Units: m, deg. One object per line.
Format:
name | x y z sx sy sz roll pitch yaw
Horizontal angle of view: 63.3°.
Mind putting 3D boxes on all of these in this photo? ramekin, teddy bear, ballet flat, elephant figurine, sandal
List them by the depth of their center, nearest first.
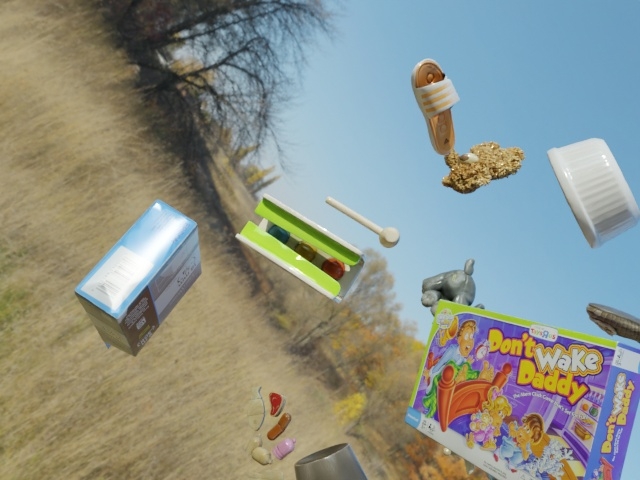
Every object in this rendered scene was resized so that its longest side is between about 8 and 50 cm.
ballet flat | 0.531 0.168 0.835 0.250 0.058 0.084 25 11 -11
ramekin | 0.671 -0.125 1.271 0.273 0.127 0.273 41 35 -37
sandal | 0.314 -0.335 1.319 0.076 0.102 0.265 29 -29 54
elephant figurine | 0.383 0.195 1.510 0.239 0.186 0.169 54 29 -50
teddy bear | 0.536 -0.263 1.708 0.245 0.338 0.113 45 -38 44

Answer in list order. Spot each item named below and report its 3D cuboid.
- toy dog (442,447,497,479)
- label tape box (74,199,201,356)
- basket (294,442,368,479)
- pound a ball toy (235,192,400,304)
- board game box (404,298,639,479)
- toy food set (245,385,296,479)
toy dog | 0.458 0.626 1.601 0.220 0.161 0.333 44 -38 40
label tape box | -0.361 0.107 1.099 0.106 0.240 0.333 29 -30 7
basket | 0.042 0.560 1.090 0.154 0.204 0.227 124 -52 -69
pound a ball toy | 0.000 0.000 1.193 0.319 0.208 0.136 31 -6 14
board game box | 0.293 0.237 0.807 0.078 0.233 0.347 20 -6 -26
toy food set | -0.068 0.269 0.731 0.019 0.078 0.122 43 45 -56
